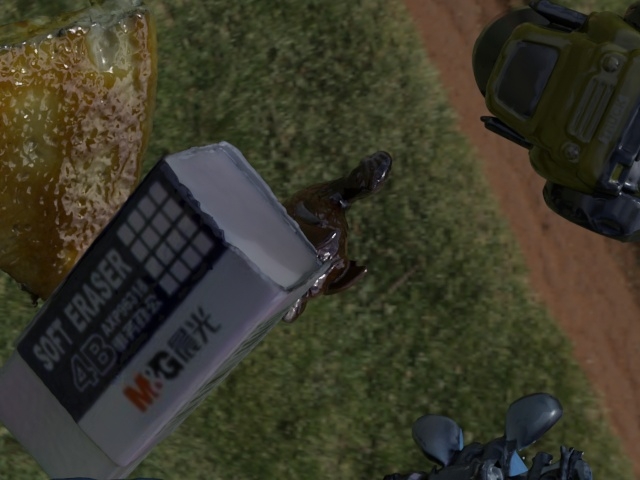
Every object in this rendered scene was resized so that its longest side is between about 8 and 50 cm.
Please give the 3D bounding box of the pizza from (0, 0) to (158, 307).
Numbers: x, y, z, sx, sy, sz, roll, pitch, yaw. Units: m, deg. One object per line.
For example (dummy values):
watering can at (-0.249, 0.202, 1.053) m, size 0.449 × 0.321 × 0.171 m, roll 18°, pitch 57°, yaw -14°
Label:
pizza at (-0.251, -0.090, 0.893) m, size 0.288 × 0.075 × 0.279 m, roll 16°, pitch 97°, yaw -44°

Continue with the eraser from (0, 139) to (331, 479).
eraser at (-0.128, 0.068, 0.877) m, size 0.130 × 0.287 × 0.086 m, roll 48°, pitch 32°, yaw 9°

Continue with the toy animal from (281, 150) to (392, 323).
toy animal at (0.000, 0.000, 1.103) m, size 0.089 × 0.179 × 0.188 m, roll 45°, pitch 20°, yaw -24°

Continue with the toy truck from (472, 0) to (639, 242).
toy truck at (0.169, -0.100, 0.793) m, size 0.147 × 0.165 × 0.224 m, roll -68°, pitch 168°, yaw 17°

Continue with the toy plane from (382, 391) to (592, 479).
toy plane at (0.074, 0.192, 0.732) m, size 0.078 × 0.169 × 0.246 m, roll 62°, pitch 36°, yaw -18°

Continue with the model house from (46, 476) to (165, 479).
model house at (-0.239, 0.327, 0.533) m, size 0.395 × 0.400 × 0.445 m, roll 13°, pitch 77°, yaw -46°
